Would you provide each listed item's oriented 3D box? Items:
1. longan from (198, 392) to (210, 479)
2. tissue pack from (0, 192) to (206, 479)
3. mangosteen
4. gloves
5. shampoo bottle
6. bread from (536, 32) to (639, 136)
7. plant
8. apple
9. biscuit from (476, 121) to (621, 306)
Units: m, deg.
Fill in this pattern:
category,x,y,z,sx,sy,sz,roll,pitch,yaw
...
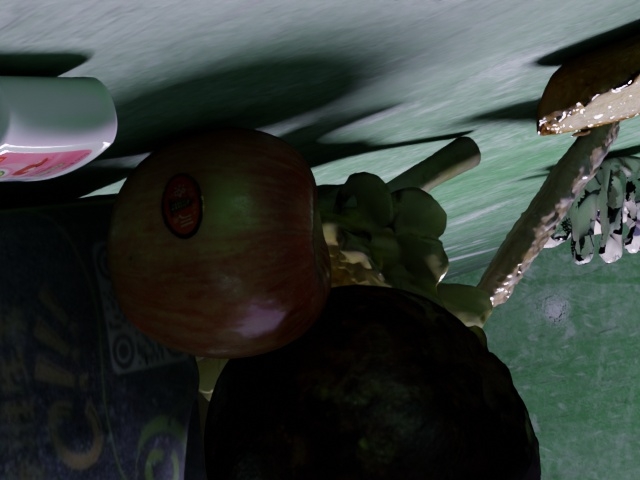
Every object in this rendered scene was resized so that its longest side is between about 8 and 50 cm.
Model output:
category,x,y,z,sx,sy,sz,roll,pitch,yaw
longan,-0.146,0.210,1.687,0.435,0.404,0.404,6,-175,24
tissue pack,-0.219,0.123,1.071,0.124,0.288,0.394,-5,-178,30
mangosteen,0.015,0.165,1.210,0.231,0.231,0.289,-11,148,-46
gloves,0.311,-0.041,2.056,0.127,0.111,0.212,10,-168,29
shampoo bottle,-0.145,-0.049,0.801,0.072,0.043,0.099,-18,175,28
bread,0.211,-0.114,1.230,0.129,0.044,0.126,-7,163,-45
plant,0.009,0.002,1.371,0.306,0.297,0.261,29,171,30
apple,-0.061,0.004,1.101,0.131,0.146,0.146,-5,177,9
biscuit,0.202,-0.049,1.494,0.250,0.032,0.133,-49,172,-49
